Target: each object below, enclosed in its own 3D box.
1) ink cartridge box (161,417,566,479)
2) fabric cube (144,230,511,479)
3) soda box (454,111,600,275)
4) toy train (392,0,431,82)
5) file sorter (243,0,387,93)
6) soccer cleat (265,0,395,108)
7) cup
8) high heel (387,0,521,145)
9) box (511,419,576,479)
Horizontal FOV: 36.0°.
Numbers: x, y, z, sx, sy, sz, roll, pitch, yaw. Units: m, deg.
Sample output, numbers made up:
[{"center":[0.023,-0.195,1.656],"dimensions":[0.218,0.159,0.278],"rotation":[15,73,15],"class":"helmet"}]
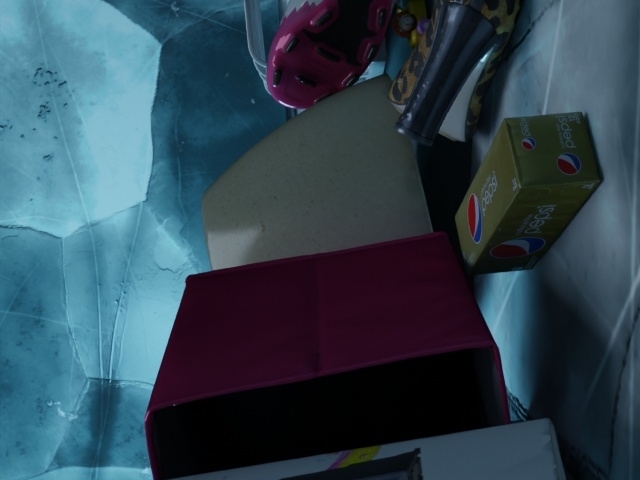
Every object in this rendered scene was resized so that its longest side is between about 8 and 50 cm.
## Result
[{"center":[0.024,0.260,0.639],"dimensions":[0.131,0.306,0.226],"rotation":[-73,-31,-70],"class":"ink cartridge box"},{"center":[0.017,0.165,0.828],"dimensions":[0.258,0.259,0.254],"rotation":[-96,-5,-71],"class":"fabric cube"},{"center":[0.156,-0.031,0.775],"dimensions":[0.181,0.061,0.058],"rotation":[100,163,-67],"class":"soda box"},{"center":[0.097,-0.247,1.176],"dimensions":[0.125,0.046,0.166],"rotation":[98,165,-61],"class":"toy train"},{"center":[-0.008,-0.302,1.328],"dimensions":[0.277,0.173,0.193],"rotation":[10,-106,-89],"class":"file sorter"},{"center":[0.035,-0.301,1.125],"dimensions":[0.331,0.116,0.143],"rotation":[-57,26,35],"class":"soccer cleat"},{"center":[0.000,0.000,1.123],"dimensions":[0.331,0.237,0.331],"rotation":[-14,-90,-88],"class":"cup"},{"center":[0.137,-0.189,0.917],"dimensions":[0.186,0.093,0.261],"rotation":[-64,-2,15],"class":"high heel"},{"center":[0.187,0.272,0.864],"dimensions":[0.145,0.038,0.186],"rotation":[-120,25,-76],"class":"box"}]
